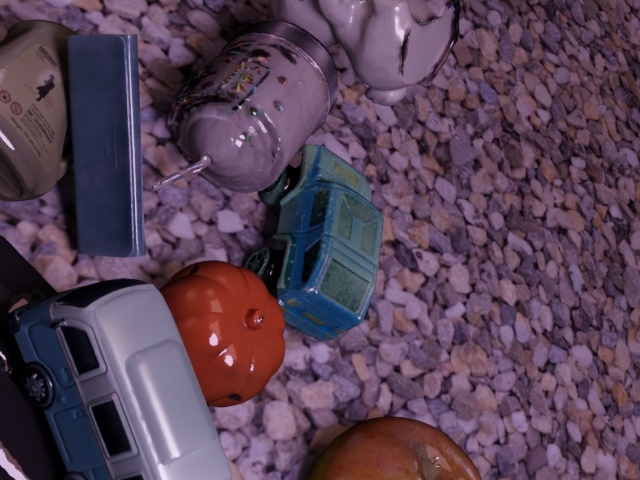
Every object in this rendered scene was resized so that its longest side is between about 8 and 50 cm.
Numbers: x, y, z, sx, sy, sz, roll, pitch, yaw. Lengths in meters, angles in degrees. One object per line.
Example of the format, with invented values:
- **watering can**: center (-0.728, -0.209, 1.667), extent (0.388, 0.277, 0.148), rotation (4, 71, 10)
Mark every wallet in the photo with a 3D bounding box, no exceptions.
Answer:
- **wallet**: center (-0.293, 0.205, 1.264), extent (0.406, 0.062, 0.228), rotation (49, 43, -20)

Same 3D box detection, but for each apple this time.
- **apple**: center (0.106, 0.365, 1.525), extent (0.260, 0.194, 0.261), rotation (25, 52, -37)

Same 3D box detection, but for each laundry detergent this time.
- **laundry detergent**: center (-0.347, -0.178, 1.367), extent (0.181, 0.091, 0.253), rotation (54, 40, -27)

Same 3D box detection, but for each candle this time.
- **candle**: center (-0.112, -0.165, 1.555), extent (0.187, 0.187, 0.330), rotation (51, 44, -17)

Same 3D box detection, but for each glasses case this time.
- **glasses case**: center (-0.264, -0.115, 1.347), extent (0.056, 0.105, 0.266), rotation (-10, 104, -41)

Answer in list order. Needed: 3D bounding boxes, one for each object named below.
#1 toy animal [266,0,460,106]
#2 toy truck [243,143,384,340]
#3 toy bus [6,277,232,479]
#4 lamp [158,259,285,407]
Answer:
- **toy animal**: center (0.039, -0.336, 1.669), extent (0.183, 0.310, 0.247), rotation (-53, 150, -27)
- **toy truck**: center (0.000, 0.000, 1.614), extent (0.155, 0.156, 0.279), rotation (34, 51, -33)
- **toy bus**: center (-0.210, 0.170, 1.198), extent (0.133, 0.164, 0.271), rotation (-20, 88, -50)
- **lamp**: center (-0.129, 0.117, 1.409), extent (0.187, 0.163, 0.188), rotation (24, 56, -42)
